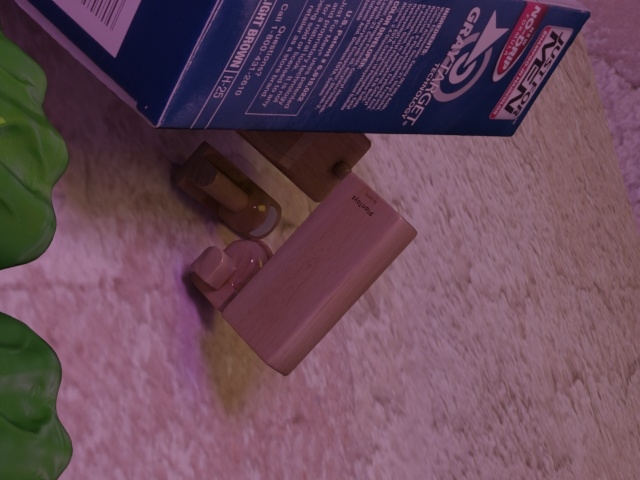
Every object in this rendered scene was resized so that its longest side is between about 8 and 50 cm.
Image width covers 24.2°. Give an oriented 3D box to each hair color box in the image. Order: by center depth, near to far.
[{"bbox_3d":[-0.008,-0.148,0.871,0.174,0.105,0.347,43,27,28],"label":"hair color box"}]

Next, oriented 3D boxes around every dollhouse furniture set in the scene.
[{"bbox_3d":[0.000,0.000,0.936,0.151,0.144,0.123,43,2,36],"label":"dollhouse furniture set"}]

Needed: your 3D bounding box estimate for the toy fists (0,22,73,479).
[{"bbox_3d":[-0.169,0.015,0.591,0.142,0.096,0.279,23,54,-50],"label":"toy fists"}]
